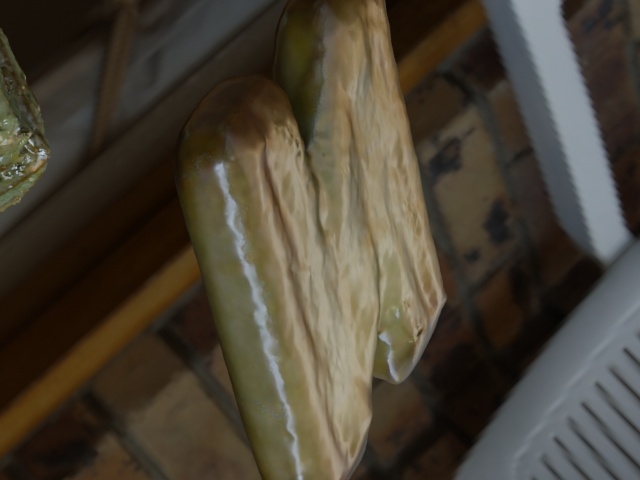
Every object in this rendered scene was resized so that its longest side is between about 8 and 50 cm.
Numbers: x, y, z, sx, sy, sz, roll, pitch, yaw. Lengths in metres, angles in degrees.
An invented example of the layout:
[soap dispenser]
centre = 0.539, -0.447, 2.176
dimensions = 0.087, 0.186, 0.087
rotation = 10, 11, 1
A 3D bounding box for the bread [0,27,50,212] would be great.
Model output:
[bread]
centre = -0.268, -0.065, 0.985
dimensions = 0.138, 0.196, 0.102
rotation = 61, -164, 12

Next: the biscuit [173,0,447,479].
[biscuit]
centre = 0.000, 0.000, 0.956
dimensions = 0.062, 0.237, 0.291
rotation = 5, 129, 25
